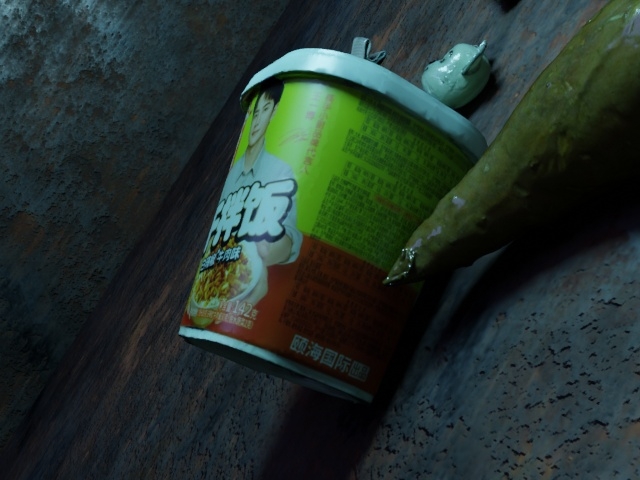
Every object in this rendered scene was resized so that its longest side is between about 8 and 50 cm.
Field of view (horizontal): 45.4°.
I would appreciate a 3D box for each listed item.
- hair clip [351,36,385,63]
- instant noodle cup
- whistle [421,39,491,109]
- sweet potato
[{"bbox_3d":[0.042,-0.269,1.408,0.219,0.071,0.159,-61,22,0],"label":"hair clip"},{"bbox_3d":[0.000,0.000,0.843,0.294,0.293,0.308,-8,60,64],"label":"instant noodle cup"},{"bbox_3d":[0.140,-0.167,1.009,0.236,0.077,0.114,-52,1,21],"label":"whistle"},{"bbox_3d":[0.212,-0.087,0.644,0.422,0.130,0.131,-43,24,37],"label":"sweet potato"}]
